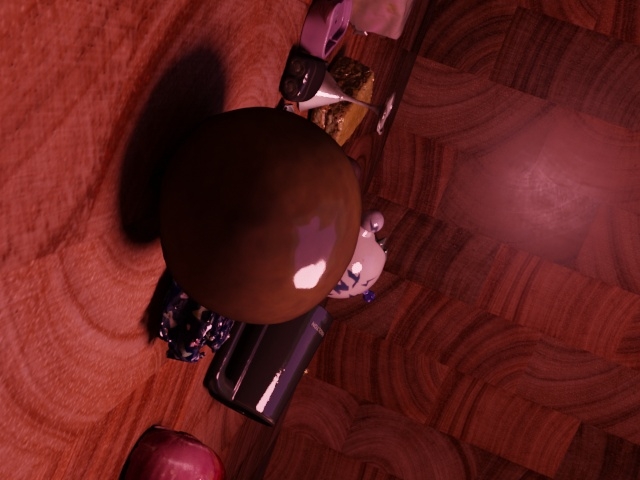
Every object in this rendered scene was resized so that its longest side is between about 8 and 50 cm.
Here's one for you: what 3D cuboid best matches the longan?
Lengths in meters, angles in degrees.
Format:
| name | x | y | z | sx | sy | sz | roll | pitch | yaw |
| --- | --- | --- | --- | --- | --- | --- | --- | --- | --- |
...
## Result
| name | x | y | z | sx | sy | sz | roll | pitch | yaw |
| --- | --- | --- | --- | --- | --- | --- | --- | --- | --- |
| longan | -0.082 | -0.034 | 0.942 | 0.297 | 0.297 | 0.297 | 22 | 90 | -82 |

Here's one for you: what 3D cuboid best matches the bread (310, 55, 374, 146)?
| name | x | y | z | sx | sy | sz | roll | pitch | yaw |
| --- | --- | --- | --- | --- | --- | --- | --- | --- | --- |
| bread | 0.043 | -0.310 | 1.644 | 0.138 | 0.102 | 0.196 | 95 | 22 | -57 |

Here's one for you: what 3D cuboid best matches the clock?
| name | x | y | z | sx | sy | sz | roll | pitch | yaw |
| --- | --- | --- | --- | --- | --- | --- | --- | --- | --- |
| clock | 0.014 | -0.417 | 1.347 | 0.152 | 0.050 | 0.110 | -61 | 169 | -46 |

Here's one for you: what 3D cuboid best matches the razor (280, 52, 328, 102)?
| name | x | y | z | sx | sy | sz | roll | pitch | yaw |
| --- | --- | --- | --- | --- | --- | --- | --- | --- | --- |
| razor | -0.028 | -0.305 | 1.354 | 0.090 | 0.054 | 0.148 | -67 | 172 | 17 |

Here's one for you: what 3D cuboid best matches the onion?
| name | x | y | z | sx | sy | sz | roll | pitch | yaw |
| --- | --- | --- | --- | --- | --- | --- | --- | --- | --- |
| onion | -0.264 | 0.447 | 1.350 | 0.200 | 0.201 | 0.207 | -60 | 163 | -47 |

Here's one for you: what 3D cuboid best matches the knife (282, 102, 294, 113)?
| name | x | y | z | sx | sy | sz | roll | pitch | yaw |
| --- | --- | --- | --- | --- | --- | --- | --- | --- | --- |
| knife | -0.070 | -0.201 | 1.467 | 0.044 | 0.026 | 0.296 | -63 | 173 | -19 |

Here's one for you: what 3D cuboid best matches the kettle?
| name | x | y | z | sx | sy | sz | roll | pitch | yaw |
| --- | --- | --- | --- | --- | --- | --- | --- | --- | --- |
| kettle | -0.123 | 0.273 | 1.751 | 0.308 | 0.203 | 0.262 | -62 | 172 | -20 |

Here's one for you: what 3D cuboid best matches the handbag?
| name | x | y | z | sx | sy | sz | roll | pitch | yaw |
| --- | --- | --- | --- | --- | --- | --- | --- | --- | --- |
| handbag | -0.176 | 0.069 | 1.160 | 0.162 | 0.113 | 0.260 | 109 | -2 | -70 |

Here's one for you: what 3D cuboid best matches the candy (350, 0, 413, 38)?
| name | x | y | z | sx | sy | sz | roll | pitch | yaw |
| --- | --- | --- | --- | --- | --- | --- | --- | --- | --- |
| candy | 0.142 | -0.550 | 1.549 | 0.195 | 0.137 | 0.184 | 96 | 17 | -70 |

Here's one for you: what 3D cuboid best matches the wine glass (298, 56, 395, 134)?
| name | x | y | z | sx | sy | sz | roll | pitch | yaw |
| --- | --- | --- | --- | --- | --- | --- | --- | --- | --- |
| wine glass | 0.055 | -0.290 | 1.483 | 0.122 | 0.183 | 0.122 | 23 | 90 | -83 |

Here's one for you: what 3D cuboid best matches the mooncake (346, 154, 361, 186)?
| name | x | y | z | sx | sy | sz | roll | pitch | yaw |
| --- | --- | --- | --- | --- | --- | --- | --- | --- | --- |
| mooncake | -0.013 | -0.074 | 1.734 | 0.306 | 0.154 | 0.306 | 22 | 90 | -79 |

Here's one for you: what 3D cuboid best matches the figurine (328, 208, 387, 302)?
| name | x | y | z | sx | sy | sz | roll | pitch | yaw |
| --- | --- | --- | --- | --- | --- | --- | --- | --- | --- |
| figurine | -0.003 | -0.001 | 1.484 | 0.382 | 0.261 | 0.186 | 37 | 55 | -46 |

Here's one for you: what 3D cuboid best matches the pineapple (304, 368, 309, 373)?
| name | x | y | z | sx | sy | sz | roll | pitch | yaw |
| --- | --- | --- | --- | --- | --- | --- | --- | --- | --- |
| pineapple | -0.099 | 0.328 | 2.209 | 0.139 | 0.164 | 0.249 | -70 | 174 | -60 |
